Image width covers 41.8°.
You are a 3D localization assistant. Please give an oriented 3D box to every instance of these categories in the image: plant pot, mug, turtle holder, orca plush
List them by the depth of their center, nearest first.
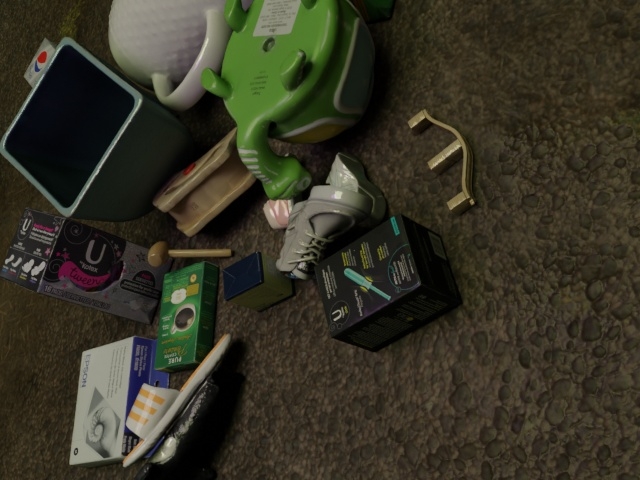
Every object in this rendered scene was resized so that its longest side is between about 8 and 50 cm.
[{"bbox_3d":[-0.025,-0.248,1.321,0.243,0.227,0.321,-26,57,31],"label":"turtle holder"},{"bbox_3d":[-0.205,0.341,1.358,0.287,0.102,0.151,-54,0,-3],"label":"orca plush"},{"bbox_3d":[-0.238,-0.404,1.547,0.328,0.276,0.374,-40,44,35],"label":"mug"},{"bbox_3d":[-0.383,-0.178,1.558,0.247,0.252,0.247,39,98,29],"label":"plant pot"}]

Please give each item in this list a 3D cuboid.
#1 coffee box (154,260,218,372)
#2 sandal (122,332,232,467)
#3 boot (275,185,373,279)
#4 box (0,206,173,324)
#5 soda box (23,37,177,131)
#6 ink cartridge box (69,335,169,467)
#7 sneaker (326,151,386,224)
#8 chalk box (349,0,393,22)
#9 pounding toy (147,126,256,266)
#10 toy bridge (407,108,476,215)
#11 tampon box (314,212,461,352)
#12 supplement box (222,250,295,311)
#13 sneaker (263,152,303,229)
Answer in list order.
[{"bbox_3d":[-0.237,0.137,1.480,0.113,0.040,0.184,-18,60,37],"label":"coffee box"},{"bbox_3d":[-0.246,0.243,1.354,0.265,0.076,0.102,-53,-1,-17],"label":"sandal"},{"bbox_3d":[0.000,0.000,1.234,0.258,0.095,0.124,151,136,-75],"label":"boot"},{"bbox_3d":[-0.427,0.048,1.547,0.163,0.247,0.142,11,81,44],"label":"box"},{"bbox_3d":[-0.435,-0.289,1.673,0.091,0.286,0.098,-57,44,10],"label":"soda box"},{"bbox_3d":[-0.367,0.292,1.530,0.223,0.045,0.224,-19,60,36],"label":"ink cartridge box"},{"bbox_3d":[0.054,-0.070,1.303,0.061,0.053,0.152,-57,40,30],"label":"sneaker"},{"bbox_3d":[-0.018,-0.500,1.379,0.179,0.289,0.180,2,74,43],"label":"chalk box"},{"bbox_3d":[-0.200,-0.063,1.515,0.269,0.155,0.154,-40,21,11],"label":"pounding toy"},{"bbox_3d":[0.187,-0.122,1.214,0.063,0.026,0.188,-38,51,23],"label":"toy bridge"},{"bbox_3d":[0.091,0.062,1.168,0.161,0.101,0.121,-33,52,29],"label":"tampon box"},{"bbox_3d":[-0.099,0.068,1.353,0.083,0.083,0.056,-27,56,32],"label":"supplement box"},{"bbox_3d":[-0.066,-0.080,1.409,0.070,0.051,0.135,-18,64,30],"label":"sneaker"}]
